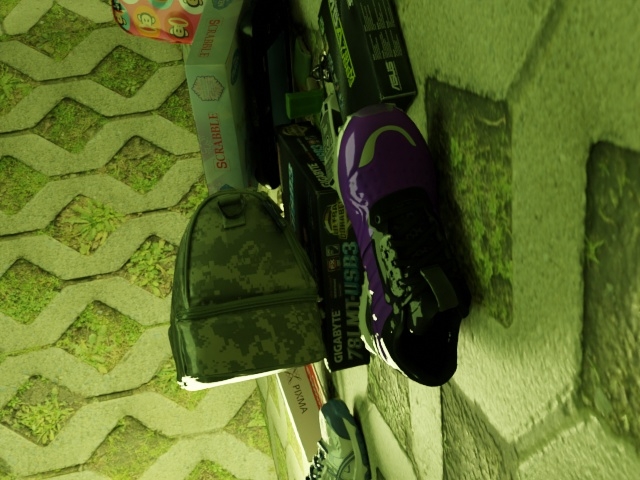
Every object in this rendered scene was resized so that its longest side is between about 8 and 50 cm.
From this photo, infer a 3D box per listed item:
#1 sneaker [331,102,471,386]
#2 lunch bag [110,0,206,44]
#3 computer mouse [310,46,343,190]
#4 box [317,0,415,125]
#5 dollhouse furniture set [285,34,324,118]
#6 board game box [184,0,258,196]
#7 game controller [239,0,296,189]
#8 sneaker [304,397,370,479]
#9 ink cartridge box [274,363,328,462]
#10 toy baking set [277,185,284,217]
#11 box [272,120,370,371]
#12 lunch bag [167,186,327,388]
[{"bbox_3d":[0.092,0.015,0.929,0.146,0.102,0.293,-130,26,-62],"label":"sneaker"},{"bbox_3d":[-0.250,-0.495,1.749,0.120,0.293,0.258,-50,-33,-50],"label":"lunch bag"},{"bbox_3d":[0.025,-0.158,1.252,0.106,0.042,0.192,132,133,-71],"label":"computer mouse"},{"bbox_3d":[0.046,-0.211,1.069,0.184,0.045,0.190,114,144,-76],"label":"box"},{"bbox_3d":[-0.037,-0.239,1.444,0.151,0.059,0.076,-112,16,-46],"label":"dollhouse furniture set"},{"bbox_3d":[-0.143,-0.243,1.585,0.318,0.066,0.318,-83,-8,-47],"label":"board game box"},{"bbox_3d":[-0.079,-0.244,1.553,0.166,0.067,0.319,-81,-11,-56],"label":"game controller"},{"bbox_3d":[0.016,0.420,1.629,0.112,0.131,0.296,-157,58,-80],"label":"sneaker"},{"bbox_3d":[-0.041,0.288,1.852,0.261,0.066,0.296,-149,40,-78],"label":"ink cartridge box"},{"bbox_3d":[-0.072,-0.060,1.890,0.256,0.030,0.196,-115,17,-53],"label":"toy baking set"},{"bbox_3d":[0.000,0.000,1.462,0.293,0.073,0.295,-121,24,-60],"label":"box"},{"bbox_3d":[-0.122,0.074,1.397,0.305,0.213,0.255,136,123,-76],"label":"lunch bag"}]
